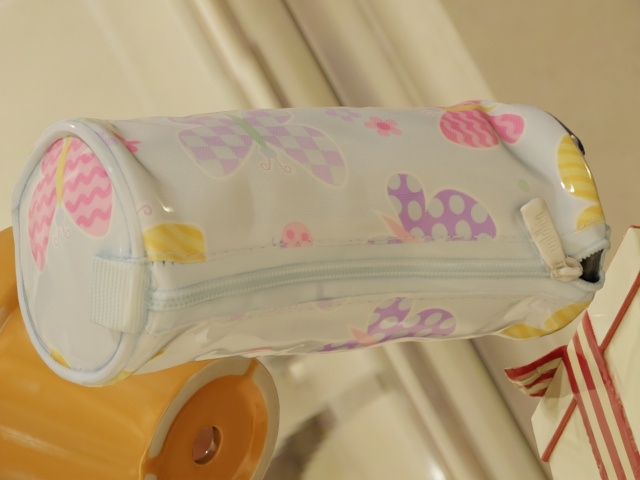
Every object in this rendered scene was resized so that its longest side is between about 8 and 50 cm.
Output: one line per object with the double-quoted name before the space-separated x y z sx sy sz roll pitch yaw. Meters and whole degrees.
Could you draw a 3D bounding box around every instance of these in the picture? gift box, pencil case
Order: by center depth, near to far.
"pencil case" 0.000 0.000 0.847 0.273 0.124 0.113 -3 -55 -35
"gift box" 0.295 0.130 1.390 0.276 0.258 0.255 10 -48 -17

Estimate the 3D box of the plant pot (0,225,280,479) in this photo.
"plant pot" -0.137 0.107 1.260 0.188 0.205 0.205 21 30 37
